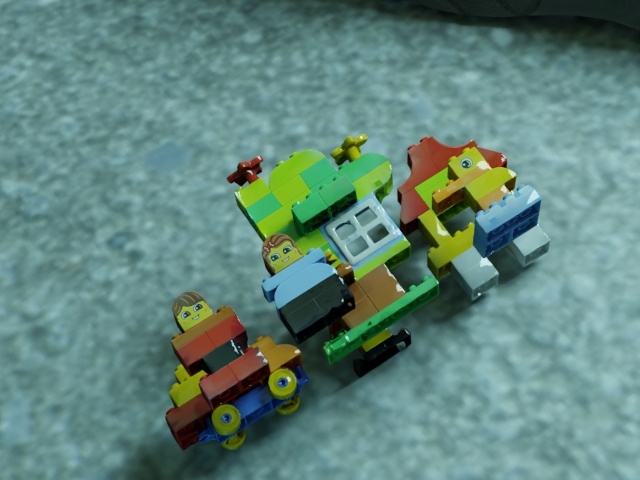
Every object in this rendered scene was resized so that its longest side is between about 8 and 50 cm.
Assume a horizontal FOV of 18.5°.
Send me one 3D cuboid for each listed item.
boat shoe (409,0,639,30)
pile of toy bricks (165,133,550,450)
[{"bbox_3d":[0.125,-0.199,1.069,0.355,0.132,0.130,19,50,19],"label":"boat shoe"},{"bbox_3d":[0.000,0.000,0.926,0.212,0.118,0.105,-32,69,-11],"label":"pile of toy bricks"}]
